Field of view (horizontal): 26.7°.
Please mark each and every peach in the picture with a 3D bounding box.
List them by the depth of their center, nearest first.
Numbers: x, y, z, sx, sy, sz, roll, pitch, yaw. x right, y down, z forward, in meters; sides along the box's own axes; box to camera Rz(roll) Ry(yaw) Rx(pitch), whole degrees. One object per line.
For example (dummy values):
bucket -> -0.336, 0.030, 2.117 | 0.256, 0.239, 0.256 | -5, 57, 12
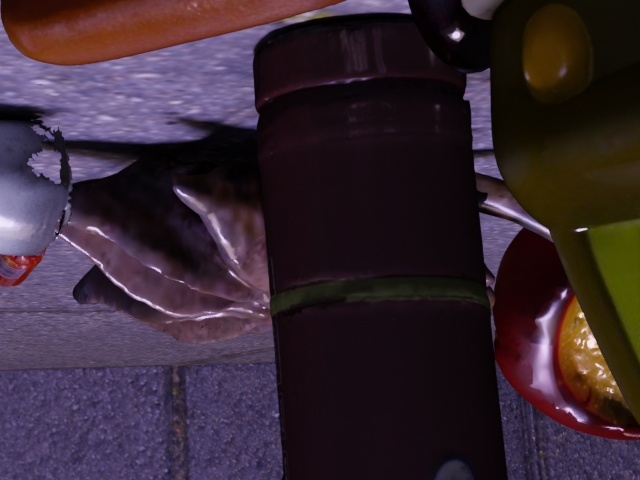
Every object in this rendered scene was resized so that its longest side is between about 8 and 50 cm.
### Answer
peach -> 0.234, 0.048, 0.957 | 0.196, 0.190, 0.226 | 20, 164, -38

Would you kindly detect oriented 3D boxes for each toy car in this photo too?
toy car -> 0.146, -0.021, 0.395 | 0.204, 0.198, 0.248 | -10, 172, 28

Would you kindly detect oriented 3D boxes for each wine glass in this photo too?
wine glass -> -0.200, -0.028, 0.626 | 0.155, 0.072, 0.072 | 4, 169, -37

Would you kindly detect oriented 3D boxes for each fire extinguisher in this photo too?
fire extinguisher -> 0.038, 0.085, 0.576 | 0.141, 0.341, 0.105 | 1, 171, -42

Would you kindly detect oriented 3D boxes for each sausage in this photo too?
sausage -> -0.039, -0.083, 0.422 | 0.131, 0.041, 0.039 | -8, 166, 26
sausage -> -0.227, 0.011, 1.007 | 0.034, 0.034, 0.129 | -1, 171, -19

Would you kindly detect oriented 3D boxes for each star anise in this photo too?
star anise -> -0.001, 0.001, 0.799 | 0.349, 0.109, 0.292 | -5, 170, 19
